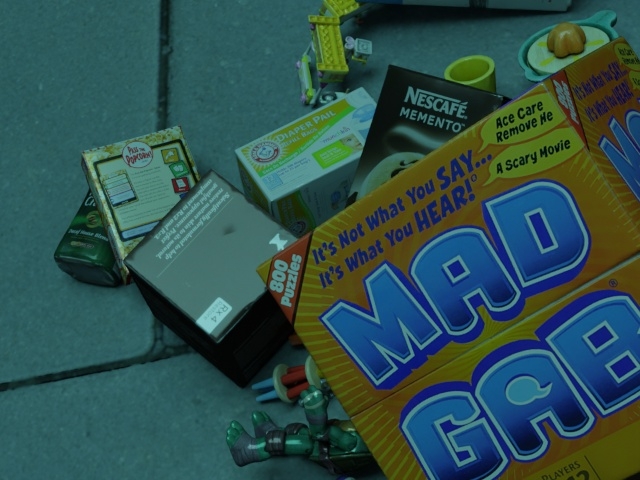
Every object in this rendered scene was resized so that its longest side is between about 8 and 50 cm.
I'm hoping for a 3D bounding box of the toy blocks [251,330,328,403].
[{"bbox_3d":[-0.016,0.147,1.926,0.148,0.054,0.123,-19,42,28],"label":"toy blocks"}]

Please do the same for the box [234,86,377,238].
[{"bbox_3d":[0.002,-0.098,2.025,0.203,0.103,0.114,-28,53,-13],"label":"box"}]

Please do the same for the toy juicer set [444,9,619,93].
[{"bbox_3d":[0.341,-0.228,1.968,0.329,0.089,0.209,-22,36,-5],"label":"toy juicer set"}]

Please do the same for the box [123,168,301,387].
[{"bbox_3d":[-0.118,0.052,1.914,0.167,0.203,0.168,39,76,19],"label":"box"}]

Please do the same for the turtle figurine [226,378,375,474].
[{"bbox_3d":[0.015,0.224,1.813,0.234,0.175,0.118,-12,73,22],"label":"turtle figurine"}]

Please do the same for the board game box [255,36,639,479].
[{"bbox_3d":[0.227,0.050,1.567,0.356,0.356,0.356,-33,90,27],"label":"board game box"}]

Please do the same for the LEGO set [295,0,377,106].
[{"bbox_3d":[0.033,-0.287,2.185,0.132,0.107,0.287,21,57,-8],"label":"LEGO set"}]

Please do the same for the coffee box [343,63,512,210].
[{"bbox_3d":[0.134,-0.051,1.887,0.168,0.119,0.297,19,93,29],"label":"coffee box"}]

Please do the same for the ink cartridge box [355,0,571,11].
[{"bbox_3d":[0.201,-0.438,2.079,0.307,0.223,0.129,3,57,5],"label":"ink cartridge box"}]

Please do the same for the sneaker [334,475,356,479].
[{"bbox_3d":[-0.029,0.333,1.805,0.170,0.068,0.071,-37,48,-4],"label":"sneaker"}]

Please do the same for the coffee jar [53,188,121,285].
[{"bbox_3d":[-0.298,-0.033,2.130,0.096,0.079,0.184,8,62,23],"label":"coffee jar"}]

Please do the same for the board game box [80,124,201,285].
[{"bbox_3d":[-0.230,-0.050,2.074,0.146,0.045,0.194,-16,71,-17],"label":"board game box"}]
